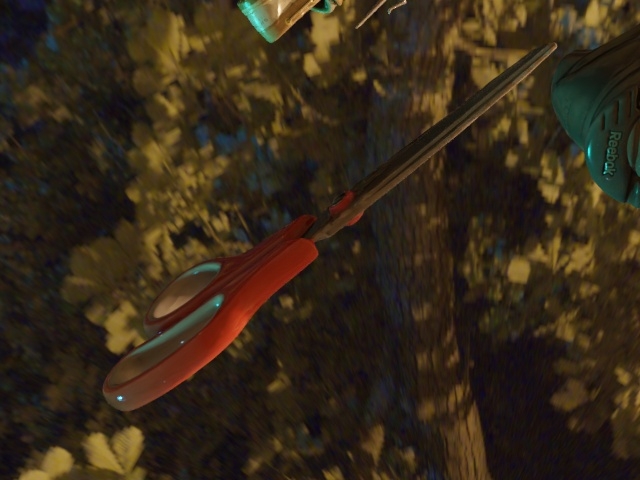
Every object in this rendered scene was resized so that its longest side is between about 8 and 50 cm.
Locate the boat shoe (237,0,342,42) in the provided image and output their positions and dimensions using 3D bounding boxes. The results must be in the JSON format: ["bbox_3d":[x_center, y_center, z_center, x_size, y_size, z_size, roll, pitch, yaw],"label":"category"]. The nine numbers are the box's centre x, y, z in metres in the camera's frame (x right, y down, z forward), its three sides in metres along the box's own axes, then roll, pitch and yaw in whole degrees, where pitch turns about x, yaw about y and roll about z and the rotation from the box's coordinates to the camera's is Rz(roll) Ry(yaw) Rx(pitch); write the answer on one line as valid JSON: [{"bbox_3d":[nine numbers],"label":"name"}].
[{"bbox_3d":[-0.004,-0.196,1.241,0.135,0.050,0.045,-35,-79,-27],"label":"boat shoe"}]

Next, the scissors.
[{"bbox_3d":[0.000,0.000,0.828,0.297,0.109,0.021,-31,-70,28],"label":"scissors"}]

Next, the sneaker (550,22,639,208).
[{"bbox_3d":[0.267,-0.122,0.947,0.286,0.109,0.130,-19,-148,-9],"label":"sneaker"}]

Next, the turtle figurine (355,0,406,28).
[{"bbox_3d":[0.068,-0.318,1.439,0.118,0.175,0.234,29,-103,0],"label":"turtle figurine"}]
